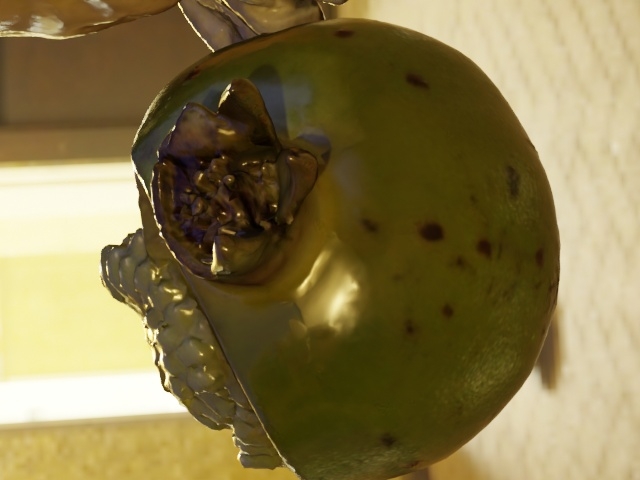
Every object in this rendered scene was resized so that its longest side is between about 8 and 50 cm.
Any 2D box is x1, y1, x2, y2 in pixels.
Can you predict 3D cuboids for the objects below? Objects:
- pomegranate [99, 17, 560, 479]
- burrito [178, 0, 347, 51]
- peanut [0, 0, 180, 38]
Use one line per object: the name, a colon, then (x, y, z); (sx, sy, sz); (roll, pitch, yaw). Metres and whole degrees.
pomegranate: (0.000, 0.000, 1.052); (0.340, 0.260, 0.260); (38, -134, -74)
burrito: (-0.082, -0.273, 1.771); (0.190, 0.135, 0.332); (-59, 41, 40)
peanut: (-0.129, -0.129, 0.577); (0.110, 0.236, 0.120); (25, -93, -64)
